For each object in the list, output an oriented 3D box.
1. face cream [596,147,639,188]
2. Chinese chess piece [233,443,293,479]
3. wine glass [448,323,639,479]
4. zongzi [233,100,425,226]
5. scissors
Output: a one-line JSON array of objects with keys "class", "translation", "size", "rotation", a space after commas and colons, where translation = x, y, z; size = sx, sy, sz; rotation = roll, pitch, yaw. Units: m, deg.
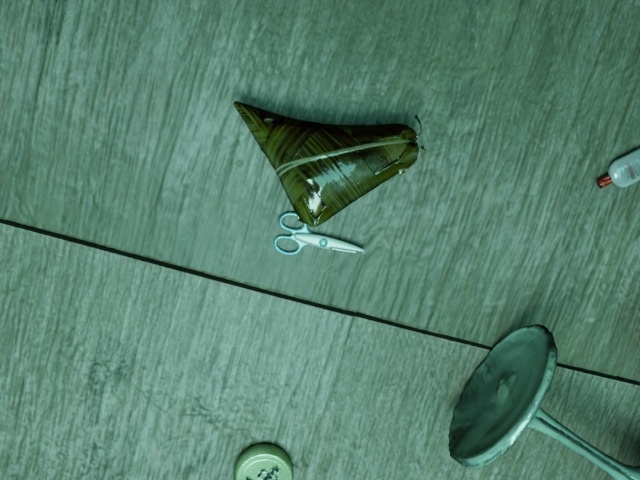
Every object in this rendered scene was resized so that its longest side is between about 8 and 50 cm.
[{"class": "face cream", "translation": [0.407, -0.093, 0.954], "size": [0.083, 0.021, 0.040], "rotation": [-26, 103, 1]}, {"class": "Chinese chess piece", "translation": [-0.079, 0.324, 0.997], "size": [0.084, 0.034, 0.084], "rotation": [-1, 102, -6]}, {"class": "wine glass", "translation": [0.388, 0.298, 0.933], "size": [0.406, 0.267, 0.267], "rotation": [35, 97, -5]}, {"class": "zongzi", "translation": [0.016, -0.136, 0.890], "size": [0.187, 0.084, 0.184], "rotation": [-31, 93, -5]}, {"class": "scissors", "translation": [0.000, 0.000, 0.945], "size": [0.119, 0.014, 0.058], "rotation": [12, 102, -4]}]
